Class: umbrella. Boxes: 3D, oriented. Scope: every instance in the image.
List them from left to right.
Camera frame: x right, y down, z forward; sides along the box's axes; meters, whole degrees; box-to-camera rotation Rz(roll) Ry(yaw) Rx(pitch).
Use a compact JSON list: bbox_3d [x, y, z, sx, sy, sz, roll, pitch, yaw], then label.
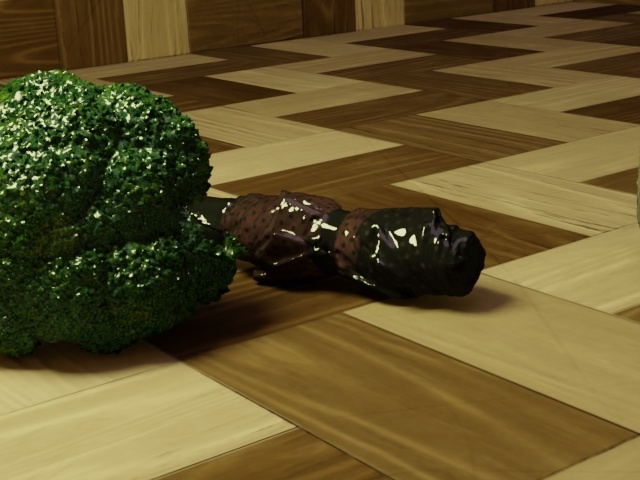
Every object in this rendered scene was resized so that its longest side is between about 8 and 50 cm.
[{"bbox_3d":[0.000,0.000,1.132,0.326,0.090,0.094,7,23,32],"label":"umbrella"}]

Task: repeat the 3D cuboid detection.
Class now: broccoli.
[{"bbox_3d":[-0.212,-0.014,1.033,0.269,0.261,0.241,-40,-11,5],"label":"broccoli"}]

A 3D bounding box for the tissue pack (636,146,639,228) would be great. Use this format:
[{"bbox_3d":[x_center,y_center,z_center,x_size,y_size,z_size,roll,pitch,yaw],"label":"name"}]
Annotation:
[{"bbox_3d":[0.506,-0.080,1.036,0.417,0.253,0.264,2,16,8],"label":"tissue pack"}]
